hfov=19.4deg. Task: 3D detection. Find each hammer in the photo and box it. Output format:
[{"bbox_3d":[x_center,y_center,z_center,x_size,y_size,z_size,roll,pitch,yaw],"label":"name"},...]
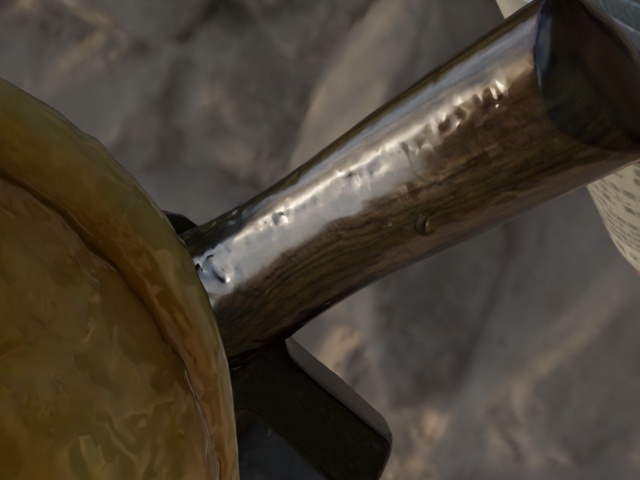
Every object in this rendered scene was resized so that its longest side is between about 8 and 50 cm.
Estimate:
[{"bbox_3d":[0.000,0.000,0.761,0.409,0.242,0.095,-31,25,53],"label":"hammer"}]

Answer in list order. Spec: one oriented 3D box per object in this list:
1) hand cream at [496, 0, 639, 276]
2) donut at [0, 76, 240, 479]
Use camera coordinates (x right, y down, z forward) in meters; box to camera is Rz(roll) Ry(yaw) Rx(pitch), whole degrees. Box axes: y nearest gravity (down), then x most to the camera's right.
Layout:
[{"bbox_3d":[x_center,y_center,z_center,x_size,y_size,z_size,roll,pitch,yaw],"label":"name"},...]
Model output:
[{"bbox_3d":[0.150,-0.049,0.851,0.139,0.314,0.089,34,87,24],"label":"hand cream"},{"bbox_3d":[-0.221,0.135,0.612,0.449,0.449,0.198,-59,24,11],"label":"donut"}]
